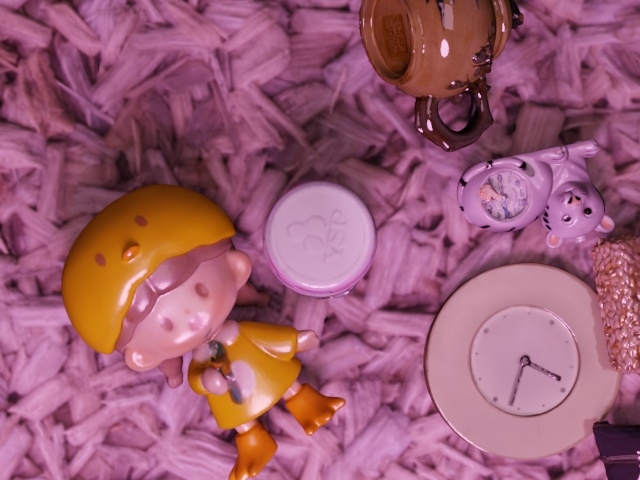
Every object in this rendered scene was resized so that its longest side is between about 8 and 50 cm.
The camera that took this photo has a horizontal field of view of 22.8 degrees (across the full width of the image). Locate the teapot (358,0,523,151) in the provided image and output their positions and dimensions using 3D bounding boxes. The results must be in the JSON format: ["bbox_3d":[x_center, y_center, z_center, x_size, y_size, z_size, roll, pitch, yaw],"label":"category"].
[{"bbox_3d":[0.154,-0.242,1.840,0.183,0.173,0.269,-16,97,-26],"label":"teapot"}]

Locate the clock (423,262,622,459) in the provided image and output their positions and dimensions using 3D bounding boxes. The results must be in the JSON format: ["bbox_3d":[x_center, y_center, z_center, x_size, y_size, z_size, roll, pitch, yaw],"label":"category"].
[{"bbox_3d":[0.240,0.143,1.878,0.235,0.029,0.234,0,87,-3],"label":"clock"}]

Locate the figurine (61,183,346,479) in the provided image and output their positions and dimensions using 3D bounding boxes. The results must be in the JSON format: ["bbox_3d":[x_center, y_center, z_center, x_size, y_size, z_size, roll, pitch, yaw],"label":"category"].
[{"bbox_3d":[-0.142,0.101,1.803,0.215,0.187,0.343,-38,94,-11],"label":"figurine"}]

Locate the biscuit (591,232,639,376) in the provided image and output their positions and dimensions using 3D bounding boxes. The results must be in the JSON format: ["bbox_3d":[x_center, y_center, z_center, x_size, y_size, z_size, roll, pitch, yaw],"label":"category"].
[{"bbox_3d":[0.367,0.074,1.849,0.082,0.070,0.168,-5,85,-25],"label":"biscuit"}]

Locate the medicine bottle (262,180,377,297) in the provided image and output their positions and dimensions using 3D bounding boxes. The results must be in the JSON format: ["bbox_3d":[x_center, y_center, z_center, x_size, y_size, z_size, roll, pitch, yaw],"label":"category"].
[{"bbox_3d":[0.000,0.000,1.810,0.135,0.168,0.135,0,87,-1],"label":"medicine bottle"}]

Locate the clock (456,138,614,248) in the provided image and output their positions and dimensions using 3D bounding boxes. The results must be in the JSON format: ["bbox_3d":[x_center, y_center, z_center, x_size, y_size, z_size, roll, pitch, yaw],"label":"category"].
[{"bbox_3d":[0.250,-0.045,1.860,0.176,0.080,0.117,-11,88,-3],"label":"clock"}]

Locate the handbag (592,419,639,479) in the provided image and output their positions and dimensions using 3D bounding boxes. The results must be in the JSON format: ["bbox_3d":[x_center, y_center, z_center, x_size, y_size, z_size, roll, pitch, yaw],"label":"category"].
[{"bbox_3d":[0.447,0.293,1.807,0.254,0.089,0.211,-10,91,17],"label":"handbag"}]
